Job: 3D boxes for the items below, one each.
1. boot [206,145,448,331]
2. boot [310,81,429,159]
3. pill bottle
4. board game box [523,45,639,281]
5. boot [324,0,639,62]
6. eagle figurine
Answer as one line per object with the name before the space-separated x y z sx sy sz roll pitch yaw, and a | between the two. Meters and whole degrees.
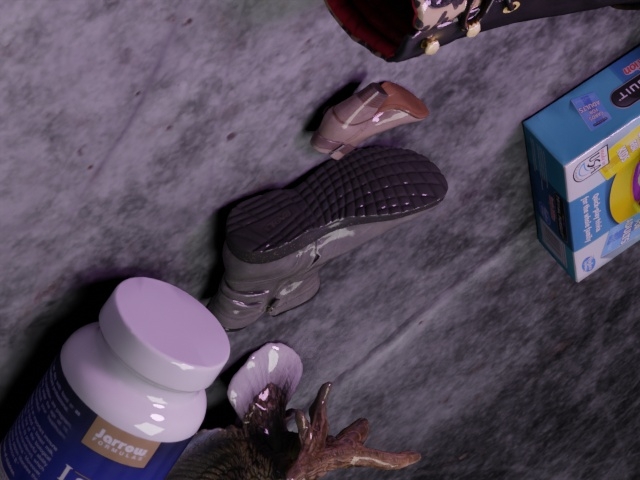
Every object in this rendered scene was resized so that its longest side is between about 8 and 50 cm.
boot | 0.000 0.000 1.926 0.246 0.083 0.161 -19 151 -21
boot | 0.043 -0.111 1.851 0.087 0.042 0.118 -44 149 21
pill bottle | -0.203 0.172 1.844 0.153 0.153 0.264 1 131 -48
board game box | 0.392 -0.128 2.161 0.336 0.079 0.254 -34 150 -9
boot | 0.191 -0.233 1.580 0.284 0.377 0.138 -19 111 -22
eagle figurine | -0.081 0.274 2.128 0.226 0.225 0.298 39 141 -20
